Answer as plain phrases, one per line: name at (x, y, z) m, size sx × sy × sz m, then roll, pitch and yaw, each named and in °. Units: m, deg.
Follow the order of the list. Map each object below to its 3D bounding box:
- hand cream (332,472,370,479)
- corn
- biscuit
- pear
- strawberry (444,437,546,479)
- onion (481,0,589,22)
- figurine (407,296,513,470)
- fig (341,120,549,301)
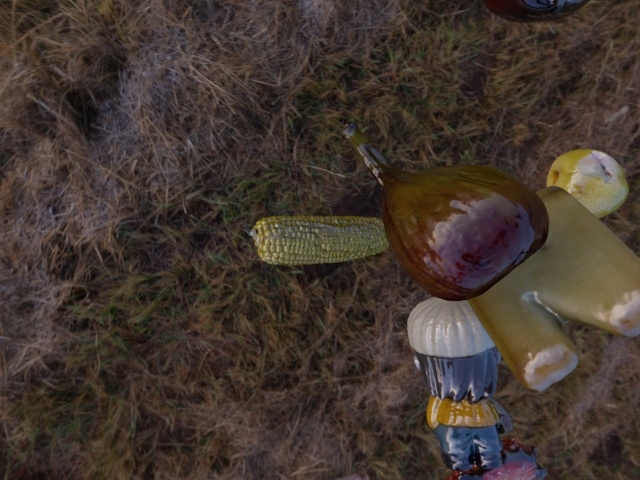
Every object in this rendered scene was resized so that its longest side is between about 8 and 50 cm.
hand cream at (0.004, 0.509, 0.998) m, size 0.209 × 0.043 × 0.067 m, roll -8°, pitch 102°, yaw -25°
corn at (0.000, 0.000, 1.007) m, size 0.310 × 0.101 × 0.101 m, roll 1°, pitch 110°, yaw -24°
biscuit at (0.336, 0.056, 0.762) m, size 0.237 × 0.291 × 0.062 m, roll -36°, pitch 130°, yaw 16°
pear at (0.625, -0.129, 1.179) m, size 0.178 × 0.178 × 0.178 m, roll -8°, pitch 113°, yaw -19°
strawberry at (0.347, 0.557, 1.144) m, size 0.306 × 0.138 × 0.233 m, roll -13°, pitch 117°, yaw -9°
onion at (0.435, -0.577, 1.006) m, size 0.273 × 0.285 × 0.273 m, roll 2°, pitch 127°, yaw 3°
figurine at (0.272, 0.258, 0.962) m, size 0.185 × 0.332 × 0.204 m, roll -7°, pitch 156°, yaw 6°
fig at (0.148, -0.040, 0.676) m, size 0.190 × 0.290 × 0.191 m, roll -26°, pitch 135°, yaw -30°
